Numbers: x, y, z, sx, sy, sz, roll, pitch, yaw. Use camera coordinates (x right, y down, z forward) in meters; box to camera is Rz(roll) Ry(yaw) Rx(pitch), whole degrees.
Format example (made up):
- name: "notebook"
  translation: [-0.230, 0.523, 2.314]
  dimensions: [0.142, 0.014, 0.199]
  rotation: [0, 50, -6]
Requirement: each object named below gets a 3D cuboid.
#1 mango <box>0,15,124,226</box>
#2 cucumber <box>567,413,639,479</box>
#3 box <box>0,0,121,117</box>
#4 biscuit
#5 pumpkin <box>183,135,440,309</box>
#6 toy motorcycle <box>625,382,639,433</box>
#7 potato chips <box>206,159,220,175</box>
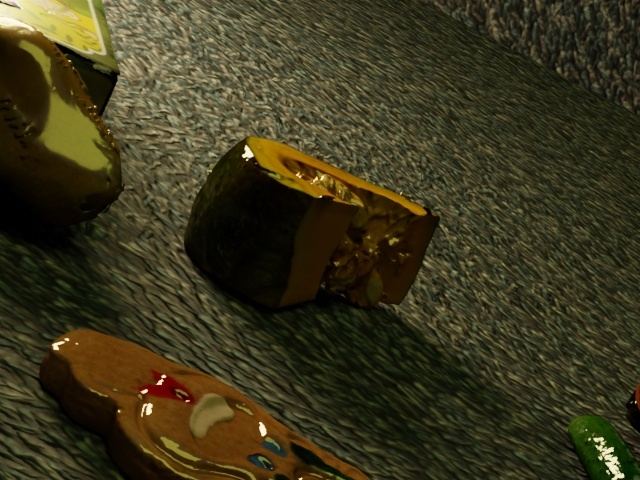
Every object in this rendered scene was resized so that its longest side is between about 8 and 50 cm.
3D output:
- name: "mango"
  translation: [-0.289, -0.116, 1.839]
  dimensions: [0.248, 0.156, 0.151]
  rotation: [46, 23, 22]
- name: "cucumber"
  translation: [0.308, 0.242, 1.930]
  dimensions: [0.056, 0.056, 0.250]
  rotation: [22, 19, -20]
- name: "box"
  translation: [-0.431, -0.272, 2.087]
  dimensions: [0.373, 0.138, 0.420]
  rotation: [23, 20, -21]
- name: "biscuit"
  translation: [-0.084, 0.173, 1.554]
  dimensions: [0.334, 0.047, 0.202]
  rotation: [32, 19, 11]
- name: "pumpkin"
  translation: [0.001, -0.001, 1.995]
  dimensions: [0.280, 0.139, 0.190]
  rotation: [21, 16, -13]
- name: "toy motorcycle"
  translation: [0.485, 0.232, 1.962]
  dimensions: [0.401, 0.134, 0.207]
  rotation: [29, -16, 32]
- name: "potato chips"
  translation: [-0.027, -0.043, 2.245]
  dimensions: [0.220, 0.029, 0.202]
  rotation: [37, 17, 30]
